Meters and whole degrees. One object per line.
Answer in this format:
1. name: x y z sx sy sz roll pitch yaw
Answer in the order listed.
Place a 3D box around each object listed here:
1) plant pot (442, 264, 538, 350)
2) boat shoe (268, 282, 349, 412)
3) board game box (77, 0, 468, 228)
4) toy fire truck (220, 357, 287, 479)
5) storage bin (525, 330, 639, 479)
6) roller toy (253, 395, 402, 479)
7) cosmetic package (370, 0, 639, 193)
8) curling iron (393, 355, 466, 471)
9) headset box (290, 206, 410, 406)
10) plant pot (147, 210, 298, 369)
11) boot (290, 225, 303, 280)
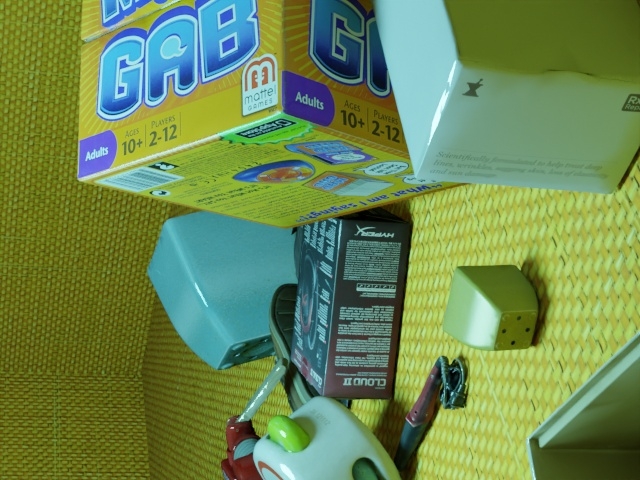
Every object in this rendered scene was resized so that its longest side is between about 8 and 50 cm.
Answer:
1. plant pot: 0.194 0.081 1.436 0.083 0.081 0.081 -132 47 -56
2. boat shoe: -0.034 0.202 2.197 0.307 0.111 0.104 -104 24 -49
3. board game box: -0.044 -0.242 1.607 0.357 0.356 0.356 -13 71 42
4. toy fire truck: -0.089 0.332 2.069 0.217 0.159 0.246 -149 46 -70
5. storage bin: 0.279 0.226 0.988 0.260 0.123 0.262 116 154 -56
6. roller toy: 0.015 0.320 1.821 0.191 0.146 0.209 47 161 17
7. cosmetic package: 0.177 -0.236 1.305 0.156 0.217 0.385 110 160 -46
8. curling iron: 0.133 0.235 1.708 0.274 0.035 0.068 114 155 -52
9. headset box: 0.038 0.096 1.951 0.218 0.110 0.293 -145 60 -73
10. plant pot: -0.156 0.094 2.461 0.252 0.248 0.247 68 157 20
11. boot: 0.000 0.000 2.203 0.263 0.091 0.229 -99 13 -51
